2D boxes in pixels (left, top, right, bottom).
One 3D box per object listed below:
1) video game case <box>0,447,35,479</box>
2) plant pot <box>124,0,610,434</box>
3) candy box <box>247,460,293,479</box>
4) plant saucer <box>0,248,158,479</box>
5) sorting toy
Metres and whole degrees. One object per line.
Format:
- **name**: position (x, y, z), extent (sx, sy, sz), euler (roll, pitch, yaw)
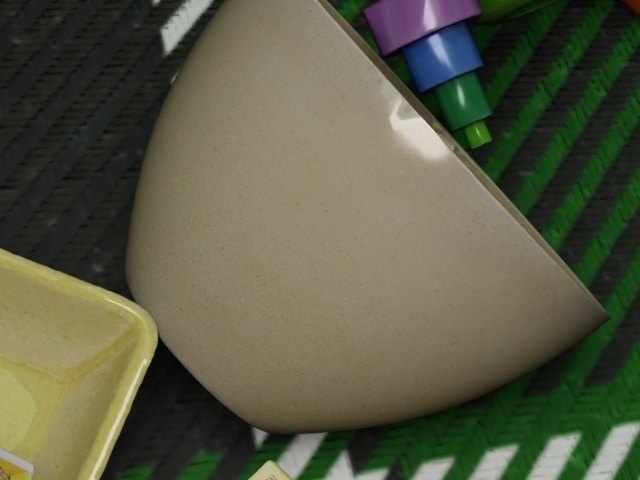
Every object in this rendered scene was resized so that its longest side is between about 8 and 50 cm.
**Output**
- **video game case**: position (-0.268, 0.141, 0.777), extent (0.227, 0.026, 0.206), euler (28, 47, -11)
- **plant pot**: position (0.000, 0.000, 0.967), extent (0.191, 0.284, 0.284), euler (-42, 71, 7)
- **candy box**: position (0.014, 0.293, 0.884), extent (0.316, 0.087, 0.183), euler (43, 65, 16)
- **plant saucer**: position (-0.297, 0.138, 0.905), extent (0.333, 0.081, 0.332), euler (21, 73, 3)
- **sorting toy**: position (0.177, -0.135, 1.095), extent (0.366, 0.127, 0.126), euler (-23, 90, -44)
